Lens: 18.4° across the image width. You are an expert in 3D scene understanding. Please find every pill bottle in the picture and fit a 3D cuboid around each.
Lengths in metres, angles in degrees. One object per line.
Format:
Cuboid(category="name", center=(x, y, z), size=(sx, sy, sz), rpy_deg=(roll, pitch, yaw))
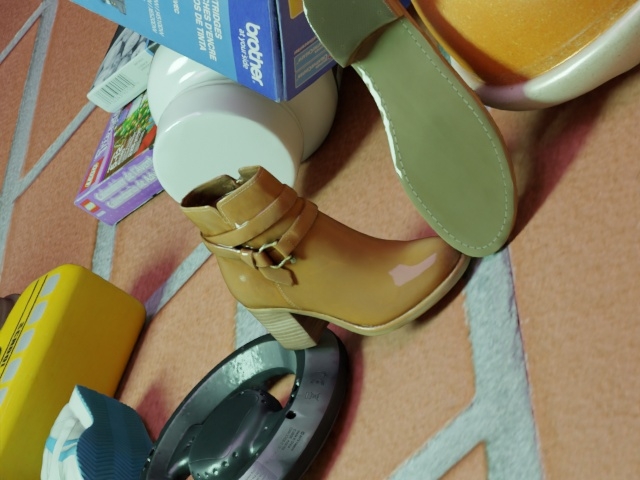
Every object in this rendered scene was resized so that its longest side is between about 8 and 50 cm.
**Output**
Cuboid(category="pill bottle", center=(-0.065, -0.173, 1.844), size=(0.176, 0.176, 0.318), rpy_deg=(-40, 27, 37))

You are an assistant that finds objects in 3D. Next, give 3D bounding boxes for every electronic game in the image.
Cuboid(category="electronic game", center=(-0.064, 0.159, 1.554), size=(0.229, 0.048, 0.229), rpy_deg=(-39, 23, 20))

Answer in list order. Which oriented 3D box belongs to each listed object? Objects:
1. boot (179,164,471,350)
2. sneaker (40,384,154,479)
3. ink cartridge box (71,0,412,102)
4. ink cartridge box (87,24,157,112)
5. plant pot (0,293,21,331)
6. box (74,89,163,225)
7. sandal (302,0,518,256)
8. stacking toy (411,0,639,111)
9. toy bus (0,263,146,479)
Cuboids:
Cuboid(category="boot", center=(0.000, 0.000, 1.467), size=(0.197, 0.152, 0.073), rpy_deg=(-21, 27, 31))
Cuboid(category="sneaker", center=(-0.197, 0.209, 1.738), size=(0.092, 0.087, 0.229), rpy_deg=(-62, 14, 9))
Cuboid(category="ink cartridge box", center=(-0.052, -0.287, 1.731), size=(0.270, 0.395, 0.151), rpy_deg=(-42, -34, -32))
Cuboid(category="ink cartridge box", center=(-0.164, -0.266, 2.208), size=(0.206, 0.045, 0.208), rpy_deg=(-31, 31, 47))
Cuboid(category="plant pot", center=(-0.427, 0.151, 2.261), size=(0.237, 0.109, 0.237), rpy_deg=(-45, 25, 28))
Cuboid(category="box", center=(-0.162, -0.175, 2.216), size=(0.201, 0.057, 0.293), rpy_deg=(-31, 33, 49))
Cuboid(category="sandal", center=(0.082, -0.106, 1.448), size=(0.088, 0.240, 0.079), rpy_deg=(-34, -1, 29))
Cuboid(category="stacking toy", center=(0.065, -0.348, 1.396), size=(0.350, 0.480, 0.351), rpy_deg=(-45, 24, 27))
Cuboid(category="toy bus", center=(-0.287, 0.195, 1.905), size=(0.130, 0.108, 0.333), rpy_deg=(-25, 37, 51))
